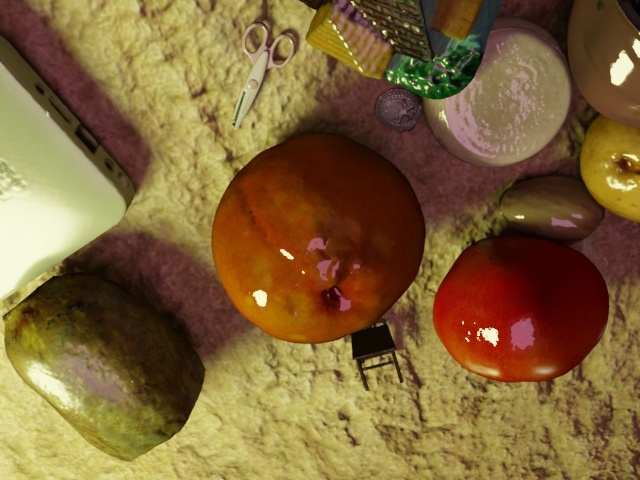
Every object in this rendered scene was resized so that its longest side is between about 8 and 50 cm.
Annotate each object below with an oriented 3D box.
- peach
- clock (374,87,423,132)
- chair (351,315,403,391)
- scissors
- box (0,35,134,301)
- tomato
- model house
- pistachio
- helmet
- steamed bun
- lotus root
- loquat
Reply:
[{"bbox_3d":[0.000,0.000,1.093,0.343,0.301,0.342,-1,118,-2],"label":"peach"},{"bbox_3d":[0.132,-0.220,1.150,0.083,0.010,0.074,21,115,-13],"label":"clock"},{"bbox_3d":[0.092,0.172,1.304,0.084,0.101,0.212,-15,119,4],"label":"chair"},{"bbox_3d":[-0.108,-0.261,1.106,0.086,0.022,0.176,20,111,-17],"label":"scissors"},{"bbox_3d":[-0.552,-0.104,1.124,0.373,0.090,0.367,-32,116,12],"label":"box"},{"bbox_3d":[0.343,0.108,1.182,0.299,0.298,0.226,-8,114,0],"label":"tomato"},{"bbox_3d":[0.063,-0.326,0.899,0.281,0.249,0.229,32,118,25],"label":"model house"},{"bbox_3d":[0.410,-0.052,1.207,0.186,0.108,0.126,4,94,2],"label":"pistachio"},{"bbox_3d":[0.489,-0.298,0.999,0.271,0.338,0.197,17,138,4],"label":"helmet"},{"bbox_3d":[0.270,-0.234,1.075,0.232,0.145,0.231,-2,109,-4],"label":"steamed bun"},{"bbox_3d":[-0.392,0.208,1.221,0.250,0.250,0.346,-38,111,15],"label":"lotus root"},{"bbox_3d":[0.533,-0.132,1.114,0.208,0.208,0.207,-2,118,-3],"label":"loquat"}]
